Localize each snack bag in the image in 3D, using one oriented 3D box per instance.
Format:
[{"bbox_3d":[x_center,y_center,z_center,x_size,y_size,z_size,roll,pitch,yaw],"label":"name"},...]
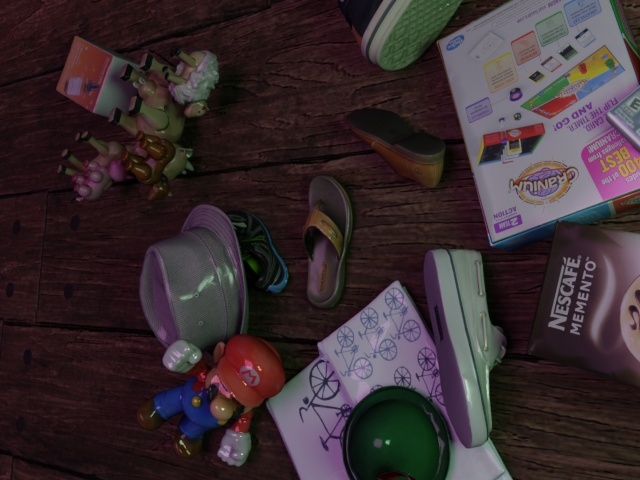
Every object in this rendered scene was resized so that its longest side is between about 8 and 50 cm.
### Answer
[{"bbox_3d":[0.071,0.284,1.126,0.342,0.037,0.323,-42,60,26],"label":"snack bag"}]

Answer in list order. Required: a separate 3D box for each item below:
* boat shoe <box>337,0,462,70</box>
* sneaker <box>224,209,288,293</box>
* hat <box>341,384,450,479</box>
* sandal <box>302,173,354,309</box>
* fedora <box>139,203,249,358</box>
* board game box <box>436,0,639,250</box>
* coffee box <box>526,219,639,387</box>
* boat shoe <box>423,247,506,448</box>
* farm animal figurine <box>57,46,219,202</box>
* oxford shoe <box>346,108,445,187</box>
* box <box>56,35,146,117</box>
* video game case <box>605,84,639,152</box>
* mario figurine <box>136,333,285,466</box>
[{"bbox_3d":[0.192,-0.479,1.064,0.156,0.186,0.500,52,119,26],"label":"boat shoe"},{"bbox_3d":[-0.124,0.013,1.300,0.067,0.078,0.188,-50,56,21],"label":"sneaker"},{"bbox_3d":[0.060,0.277,0.995,0.208,0.183,0.173,-37,62,28],"label":"hat"},{"bbox_3d":[0.000,0.000,1.214,0.089,0.060,0.220,3,85,39],"label":"sandal"},{"bbox_3d":[-0.228,0.084,1.290,0.243,0.124,0.276,20,117,50],"label":"fedora"},{"bbox_3d":[0.303,-0.174,0.996,0.242,0.064,0.317,-22,69,34],"label":"board game box"},{"bbox_3d":[0.402,0.087,0.837,0.297,0.118,0.168,13,91,39],"label":"coffee box"},{"bbox_3d":[0.203,0.137,1.012,0.096,0.088,0.268,104,160,-64],"label":"boat shoe"},{"bbox_3d":[-0.328,-0.200,1.458,0.330,0.172,0.327,10,77,47],"label":"farm animal figurine"},{"bbox_3d":[0.107,-0.142,1.151,0.212,0.076,0.076,44,150,45],"label":"oxford shoe"},{"bbox_3d":[-0.474,-0.348,1.634,0.170,0.091,0.130,31,102,38],"label":"box"},{"bbox_3d":[0.458,-0.131,0.840,0.183,0.023,0.201,-40,67,7],"label":"video game case"},{"bbox_3d":[-0.184,0.267,1.221,0.320,0.198,0.170,-40,52,39],"label":"mario figurine"}]
